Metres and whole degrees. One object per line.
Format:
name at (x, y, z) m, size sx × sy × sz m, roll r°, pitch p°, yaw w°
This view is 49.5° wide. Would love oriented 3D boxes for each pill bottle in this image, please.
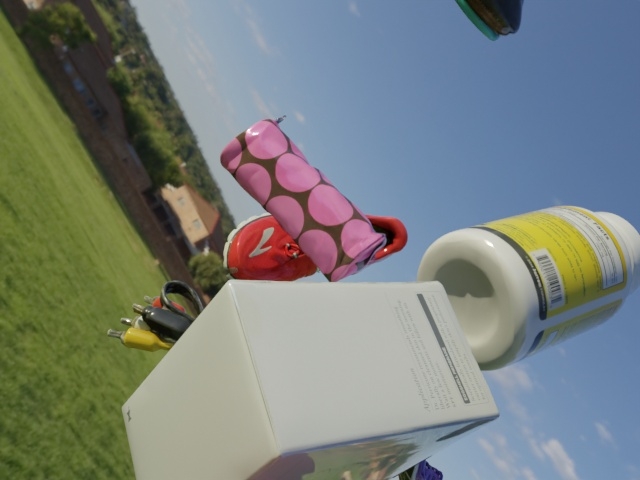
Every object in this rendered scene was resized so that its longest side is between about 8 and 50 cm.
pill bottle at (0.311, 0.052, 0.984) m, size 0.187 × 0.333 × 0.188 m, roll 18°, pitch -66°, yaw 49°

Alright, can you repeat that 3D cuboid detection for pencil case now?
pencil case at (-0.016, -0.045, 0.792) m, size 0.209 × 0.095 × 0.098 m, roll 49°, pitch 0°, yaw 15°

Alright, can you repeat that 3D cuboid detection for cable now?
cable at (-0.195, 0.161, 1.131) m, size 0.287 × 0.139 × 0.072 m, roll 25°, pitch -44°, yaw 14°

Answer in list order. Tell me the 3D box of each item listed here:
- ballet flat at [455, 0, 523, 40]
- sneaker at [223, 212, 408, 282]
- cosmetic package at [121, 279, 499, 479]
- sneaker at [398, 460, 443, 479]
ballet flat at (0.094, -0.259, 0.502) m, size 0.095 × 0.096 × 0.281 m, roll 26°, pitch 33°, yaw -43°
sneaker at (0.000, 0.000, 0.965) m, size 0.118 × 0.278 × 0.108 m, roll -13°, pitch -92°, yaw 59°
cosmetic package at (-0.017, 0.147, 0.595) m, size 0.224 × 0.224 × 0.138 m, roll -47°, pitch -128°, yaw 40°
sneaker at (0.160, 0.369, 1.105) m, size 0.068 × 0.071 × 0.170 m, roll -116°, pitch -169°, yaw -49°
